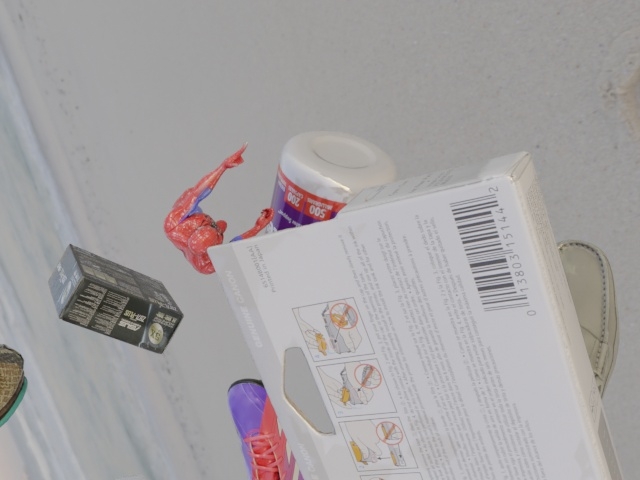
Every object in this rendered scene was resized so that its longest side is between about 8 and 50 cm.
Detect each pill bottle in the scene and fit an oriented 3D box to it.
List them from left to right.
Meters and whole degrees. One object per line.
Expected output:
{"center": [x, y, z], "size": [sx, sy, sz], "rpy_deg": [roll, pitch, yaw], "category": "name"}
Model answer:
{"center": [0.000, 0.000, 1.091], "size": [0.181, 0.181, 0.323], "rpy_deg": [43, 132, 37], "category": "pill bottle"}

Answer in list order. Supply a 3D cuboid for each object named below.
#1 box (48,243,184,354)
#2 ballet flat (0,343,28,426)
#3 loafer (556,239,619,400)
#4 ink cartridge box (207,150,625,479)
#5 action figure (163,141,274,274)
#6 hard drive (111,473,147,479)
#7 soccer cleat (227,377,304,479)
{"center": [-0.333, 0.095, 1.103], "size": [0.077, 0.180, 0.147], "rpy_deg": [-60, 34, 3], "category": "box"}
{"center": [-0.553, 0.195, 0.817], "size": [0.483, 0.164, 0.182], "rpy_deg": [-25, 123, 30], "category": "ballet flat"}
{"center": [0.254, 0.135, 0.723], "size": [0.112, 0.319, 0.111], "rpy_deg": [6, 154, 24], "category": "loafer"}
{"center": [0.076, 0.101, 0.554], "size": [0.261, 0.066, 0.296], "rpy_deg": [-12, 107, 31], "category": "ink cartridge box"}
{"center": [-0.113, -0.039, 0.796], "size": [0.091, 0.139, 0.280], "rpy_deg": [50, 180, -13], "category": "action figure"}
{"center": [-0.389, 0.478, 1.182], "size": [0.318, 0.210, 0.040], "rpy_deg": [160, 101, -66], "category": "hard drive"}
{"center": [-0.074, 0.368, 1.090], "size": [0.108, 0.116, 0.318], "rpy_deg": [-10, 113, 21], "category": "soccer cleat"}
